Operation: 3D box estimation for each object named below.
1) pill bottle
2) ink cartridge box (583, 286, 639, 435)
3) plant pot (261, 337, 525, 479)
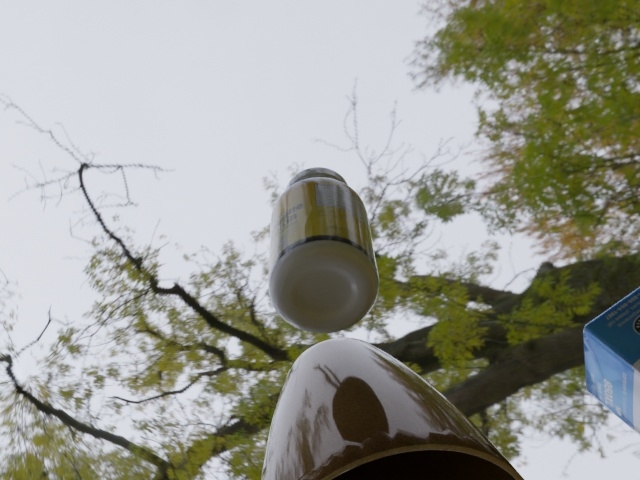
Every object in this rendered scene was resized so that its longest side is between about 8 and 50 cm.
[{"bbox_3d":[0.000,0.000,0.737,0.103,0.103,0.184,23,-152,-16],"label":"pill bottle"},{"bbox_3d":[0.583,0.195,0.926,0.285,0.395,0.166,-31,-48,-12],"label":"ink cartridge box"},{"bbox_3d":[0.042,0.206,0.696,0.237,0.254,0.237,-5,-64,-10],"label":"plant pot"}]
